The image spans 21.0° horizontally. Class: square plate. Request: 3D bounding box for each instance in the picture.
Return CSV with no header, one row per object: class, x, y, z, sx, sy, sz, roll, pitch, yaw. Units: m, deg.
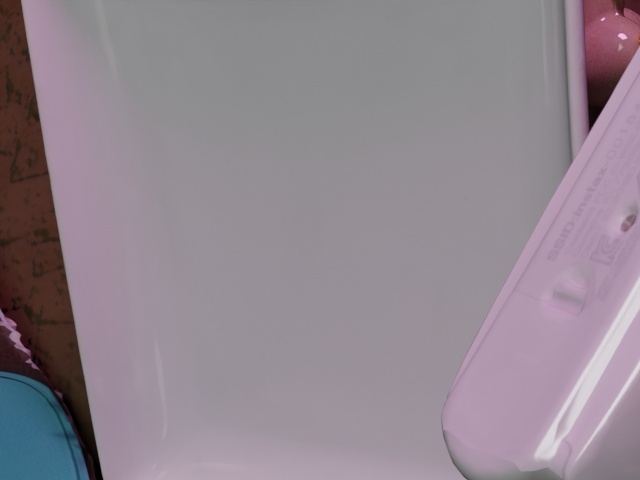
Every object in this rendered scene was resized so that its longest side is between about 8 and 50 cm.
square plate,0.000,0.000,0.842,0.344,0.049,0.347,5,108,41

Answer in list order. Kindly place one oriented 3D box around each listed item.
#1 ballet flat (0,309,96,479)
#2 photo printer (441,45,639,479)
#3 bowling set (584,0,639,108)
ballet flat,-0.237,0.108,1.050,0.147,0.147,0.409,-43,45,12
photo printer,0.226,0.035,0.585,0.256,0.308,0.107,-60,22,-2
bowling set,0.166,-0.136,0.816,0.287,0.200,0.154,-19,79,50
